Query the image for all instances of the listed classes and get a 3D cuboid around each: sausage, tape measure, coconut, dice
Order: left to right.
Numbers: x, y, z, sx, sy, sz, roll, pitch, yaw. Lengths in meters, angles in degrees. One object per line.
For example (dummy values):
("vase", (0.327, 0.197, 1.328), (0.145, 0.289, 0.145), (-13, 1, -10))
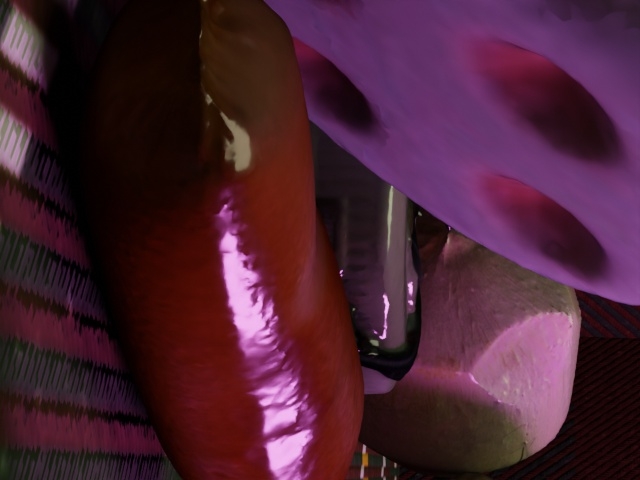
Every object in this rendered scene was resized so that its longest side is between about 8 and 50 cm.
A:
("sausage", (-0.033, 0.020, 0.678), (0.300, 0.083, 0.089), (79, 20, -58))
("tape measure", (0.010, -0.006, 1.004), (0.235, 0.115, 0.207), (85, 6, -58))
("coconut", (0.106, 0.065, 1.601), (0.227, 0.227, 0.230), (-83, 174, -50))
("dice", (0.111, -0.153, 0.742), (0.264, 0.262, 0.268), (-52, 162, -13))

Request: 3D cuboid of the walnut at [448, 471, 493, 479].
("walnut", (0.110, 0.295, 1.520), (0.248, 0.248, 0.248), (2, 90, -85))
